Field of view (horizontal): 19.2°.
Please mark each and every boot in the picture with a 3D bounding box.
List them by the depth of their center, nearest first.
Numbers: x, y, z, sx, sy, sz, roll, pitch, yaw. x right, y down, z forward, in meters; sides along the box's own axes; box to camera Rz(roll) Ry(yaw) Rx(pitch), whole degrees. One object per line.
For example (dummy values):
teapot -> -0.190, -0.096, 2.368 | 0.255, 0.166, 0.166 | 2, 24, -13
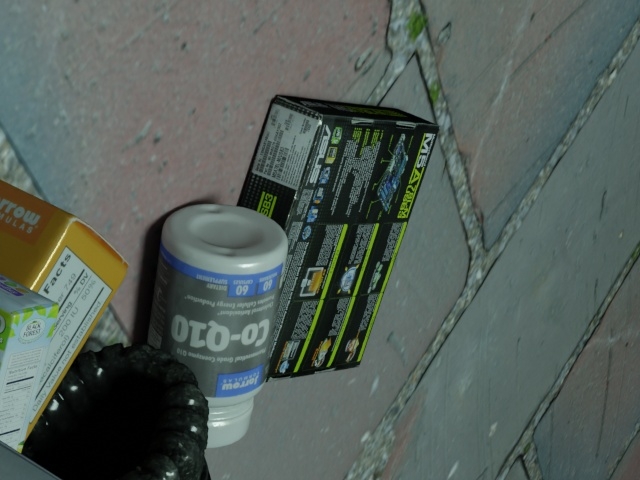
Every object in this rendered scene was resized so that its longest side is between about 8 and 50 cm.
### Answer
boot -> -0.162, 0.249, 1.085 | 0.260, 0.131, 0.348 | 81, 31, -58

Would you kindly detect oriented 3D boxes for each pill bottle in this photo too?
pill bottle -> -0.067, 0.054, 1.169 | 0.078, 0.078, 0.137 | -30, 136, -51

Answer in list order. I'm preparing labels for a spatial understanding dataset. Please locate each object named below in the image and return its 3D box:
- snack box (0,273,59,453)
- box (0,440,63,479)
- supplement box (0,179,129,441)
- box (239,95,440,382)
snack box -> -0.191, 0.048, 0.852 | 0.037, 0.141, 0.100 | -8, 119, -60
box -> -0.251, 0.155, 0.576 | 0.318, 0.395, 0.097 | -58, -170, -16
supplement box -> -0.194, 0.084, 0.952 | 0.233, 0.078, 0.080 | -59, 152, -15
box -> 0.000, 0.000, 1.293 | 0.184, 0.045, 0.191 | -5, 115, -64
